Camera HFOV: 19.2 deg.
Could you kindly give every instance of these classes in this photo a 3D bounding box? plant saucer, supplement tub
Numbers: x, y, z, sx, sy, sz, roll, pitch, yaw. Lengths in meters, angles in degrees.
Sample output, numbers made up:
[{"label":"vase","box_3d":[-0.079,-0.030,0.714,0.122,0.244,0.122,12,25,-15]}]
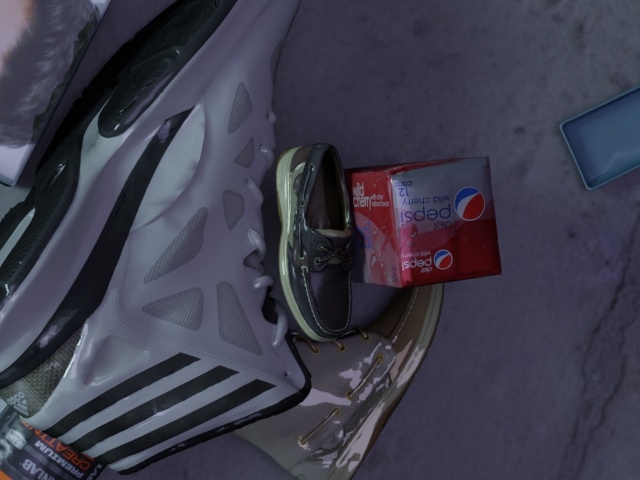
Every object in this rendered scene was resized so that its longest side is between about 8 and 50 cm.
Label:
[{"label":"plant saucer","box_3d":[0.304,-0.113,1.675,0.192,0.018,0.067,-26,97,-9]},{"label":"supplement tub","box_3d":[-0.224,0.165,1.529,0.106,0.106,0.198,39,84,-10]}]

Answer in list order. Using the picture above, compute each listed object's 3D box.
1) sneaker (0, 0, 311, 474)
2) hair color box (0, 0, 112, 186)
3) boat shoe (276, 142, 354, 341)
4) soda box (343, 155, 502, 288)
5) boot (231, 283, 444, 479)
[{"label":"sneaker","box_3d":[-0.092,-0.009,1.502,0.257,0.169,0.447,43,60,-20]},{"label":"hair color box","box_3d":[-0.367,-0.207,1.483,0.374,0.113,0.185,27,86,-12]},{"label":"boat shoe","box_3d":[0.000,0.000,1.434,0.056,0.049,0.152,-7,83,-37]},{"label":"soda box","box_3d":[0.053,-0.014,1.498,0.083,0.263,0.092,-7,93,-17]},{"label":"boot","box_3d":[-0.006,0.088,1.589,0.165,0.077,0.213,30,86,-9]}]
